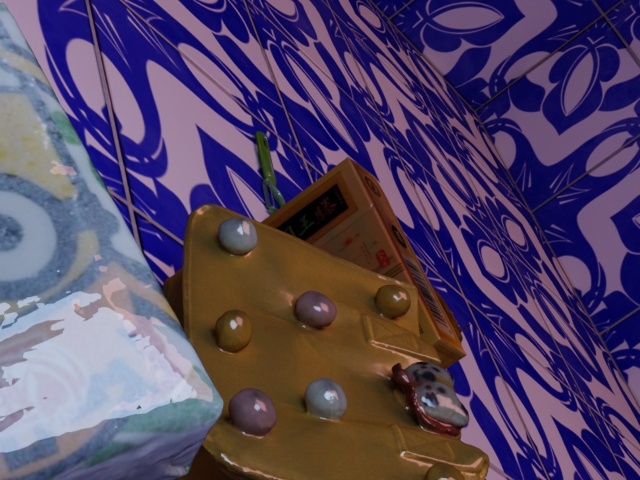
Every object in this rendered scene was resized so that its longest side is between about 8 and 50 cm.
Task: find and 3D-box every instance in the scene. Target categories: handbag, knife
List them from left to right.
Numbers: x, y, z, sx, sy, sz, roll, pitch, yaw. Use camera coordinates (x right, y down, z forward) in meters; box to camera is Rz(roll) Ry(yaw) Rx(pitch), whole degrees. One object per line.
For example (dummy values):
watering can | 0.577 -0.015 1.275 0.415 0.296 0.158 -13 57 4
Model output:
knife | -0.068 -0.090 1.784 0.054 0.015 0.212 43 19 -34
handbag | -0.002 0.128 1.125 0.283 0.133 0.401 21 26 -17

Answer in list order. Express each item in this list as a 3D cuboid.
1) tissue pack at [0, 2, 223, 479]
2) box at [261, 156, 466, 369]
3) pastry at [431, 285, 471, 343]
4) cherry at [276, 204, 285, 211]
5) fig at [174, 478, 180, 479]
tissue pack | -0.228 0.028 0.725 0.228 0.128 0.311 -20 68 -28
box | 0.031 0.062 1.459 0.076 0.174 0.274 33 26 -52
pastry | 0.145 0.118 1.831 0.153 0.081 0.153 38 30 -27
cherry | 0.003 -0.001 1.666 0.126 0.087 0.106 47 13 -29
fig | -0.122 0.210 0.818 0.136 0.121 0.153 10 46 -61
